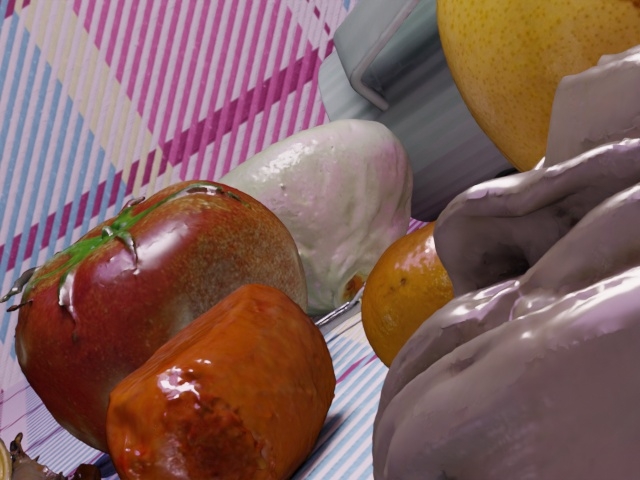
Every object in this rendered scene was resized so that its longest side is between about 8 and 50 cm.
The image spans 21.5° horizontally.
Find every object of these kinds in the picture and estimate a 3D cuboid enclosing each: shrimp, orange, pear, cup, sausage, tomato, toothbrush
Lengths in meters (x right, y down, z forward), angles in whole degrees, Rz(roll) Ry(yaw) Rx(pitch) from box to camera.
[{"bbox_3d":[-0.290,0.266,1.832,0.117,0.066,0.262,-18,20,-5],"label":"shrimp"},{"bbox_3d":[0.110,0.052,1.294,0.156,0.134,0.156,-12,-34,-8],"label":"orange"},{"bbox_3d":[0.262,-0.183,1.492,0.314,0.314,0.314,-32,6,4],"label":"pear"},{"bbox_3d":[0.197,-0.257,2.115,0.392,0.401,0.310,-34,30,23],"label":"cup"},{"bbox_3d":[-0.077,0.138,1.409,0.153,0.141,0.268,-28,10,27],"label":"sausage"},{"bbox_3d":[-0.159,0.088,1.714,0.303,0.239,0.303,-30,13,8],"label":"tomato"},{"bbox_3d":[-0.071,0.143,1.832,0.413,0.035,0.042,-32,9,-3],"label":"toothbrush"}]

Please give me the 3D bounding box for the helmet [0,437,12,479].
[{"bbox_3d":[-0.381,0.307,1.605,0.205,0.140,0.257,20,54,40],"label":"helmet"}]

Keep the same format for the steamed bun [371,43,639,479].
[{"bbox_3d":[0.156,0.032,0.733,0.324,0.219,0.310,-34,6,-19],"label":"steamed bun"}]

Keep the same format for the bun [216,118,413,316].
[{"bbox_3d":[0.000,0.000,1.977,0.293,0.187,0.293,-27,-18,-10],"label":"bun"}]
